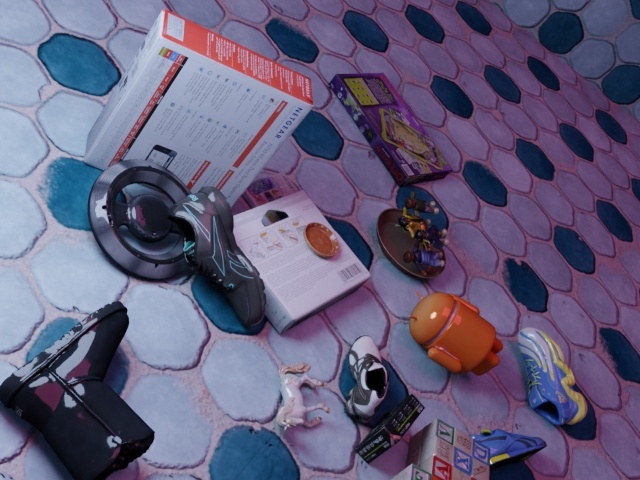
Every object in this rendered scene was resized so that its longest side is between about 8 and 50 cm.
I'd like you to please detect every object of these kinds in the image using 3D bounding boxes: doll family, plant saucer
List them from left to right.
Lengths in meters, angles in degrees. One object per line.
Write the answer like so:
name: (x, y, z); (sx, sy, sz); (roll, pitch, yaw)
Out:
plant saucer: (0.000, 0.000, 1.720); (0.083, 0.013, 0.083); (24, 43, -24)
plant saucer: (0.202, 0.013, 1.961); (0.199, 0.036, 0.198); (23, 43, -23)
doll family: (0.225, -0.015, 1.921); (0.111, 0.076, 0.193); (8, 53, -43)

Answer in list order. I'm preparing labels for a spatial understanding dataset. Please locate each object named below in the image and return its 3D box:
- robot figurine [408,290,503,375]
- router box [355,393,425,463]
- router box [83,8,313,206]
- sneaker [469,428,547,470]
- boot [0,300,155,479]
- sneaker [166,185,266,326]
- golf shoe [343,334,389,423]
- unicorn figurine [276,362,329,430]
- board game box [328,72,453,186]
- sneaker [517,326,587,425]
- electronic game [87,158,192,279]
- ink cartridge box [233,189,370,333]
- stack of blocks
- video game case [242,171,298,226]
robot figurine: (0.280, 0.193, 1.789); (0.219, 0.128, 0.158); (36, 83, -10)
router box: (0.128, 0.342, 1.543); (0.038, 0.092, 0.122); (48, 39, 5)
router box: (-0.228, -0.219, 1.561); (0.301, 0.335, 0.082); (21, 43, -28)
sneaker: (0.380, 0.410, 1.721); (0.209, 0.069, 0.082); (1, 50, -40)
boot: (-0.319, 0.228, 1.253); (0.207, 0.094, 0.246); (43, 45, 5)
sneaker: (-0.189, 0.040, 1.527); (0.106, 0.101, 0.267); (-26, 93, -37)
golf shoe: (0.100, 0.249, 1.607); (0.077, 0.094, 0.198); (26, 40, -19)
unicorn figurine: (-0.038, 0.285, 1.487); (0.111, 0.060, 0.162); (11, 32, -34)
board game box: (0.186, -0.299, 2.232); (0.208, 0.056, 0.346); (-15, 66, -43)
sneaker: (0.505, 0.309, 1.907); (0.126, 0.091, 0.240); (-14, 65, -46)
electronic game: (-0.310, -0.039, 1.525); (0.229, 0.048, 0.229); (19, 59, -36)
ink cartridge box: (-0.056, 0.035, 1.696); (0.239, 0.060, 0.275); (51, 38, 11)
stack of blocks: (0.203, 0.467, 1.495); (0.171, 0.087, 0.297); (32, 39, -13)
video game case: (-0.082, -0.070, 1.804); (0.143, 0.019, 0.157); (-23, 72, -49)
